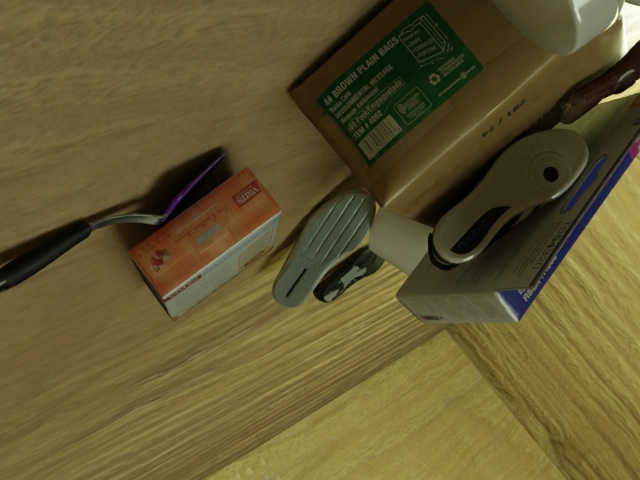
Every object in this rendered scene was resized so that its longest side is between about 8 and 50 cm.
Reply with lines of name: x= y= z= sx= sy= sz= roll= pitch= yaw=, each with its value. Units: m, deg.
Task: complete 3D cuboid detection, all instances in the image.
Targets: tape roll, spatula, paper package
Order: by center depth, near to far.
spatula: x=-0.208 y=-0.013 z=1.046 sx=0.296 sy=0.030 sz=0.084 roll=-28 pitch=169 yaw=-38
paper package: x=0.170 y=-0.186 z=1.186 sx=0.325 sy=0.168 sz=0.309 roll=-41 pitch=166 yaw=10
tape roll: x=0.191 y=-0.077 z=1.584 sx=0.286 sy=0.100 sz=0.286 roll=-52 pitch=165 yaw=-20

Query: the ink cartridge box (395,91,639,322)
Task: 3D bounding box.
ink cartridge box: x=0.274 y=-0.036 z=1.314 sx=0.324 sy=0.071 sz=0.330 roll=-51 pitch=-164 yaw=-17

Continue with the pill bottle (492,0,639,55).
pill bottle: x=0.320 y=-0.351 z=0.907 sx=0.408 sy=0.229 sz=0.229 roll=-39 pitch=167 yaw=-2

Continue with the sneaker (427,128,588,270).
sneaker: x=0.208 y=-0.049 z=1.243 sx=0.217 sy=0.079 sz=0.121 roll=-37 pitch=177 yaw=-9

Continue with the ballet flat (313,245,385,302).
ballet flat: x=0.057 y=0.051 z=1.949 sx=0.173 sy=0.049 sz=0.057 roll=-36 pitch=121 yaw=-16

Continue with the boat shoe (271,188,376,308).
boat shoe: x=0.000 y=0.000 z=1.575 sx=0.226 sy=0.083 sz=0.076 roll=-47 pitch=-167 yaw=23

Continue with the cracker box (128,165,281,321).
cracker box: x=-0.128 y=0.010 z=1.198 sx=0.156 sy=0.067 sz=0.232 roll=-36 pitch=175 yaw=-11

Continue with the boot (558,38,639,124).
boot: x=0.323 y=-0.180 z=1.186 sx=0.114 sy=0.037 sz=0.106 roll=-27 pitch=160 yaw=-25
